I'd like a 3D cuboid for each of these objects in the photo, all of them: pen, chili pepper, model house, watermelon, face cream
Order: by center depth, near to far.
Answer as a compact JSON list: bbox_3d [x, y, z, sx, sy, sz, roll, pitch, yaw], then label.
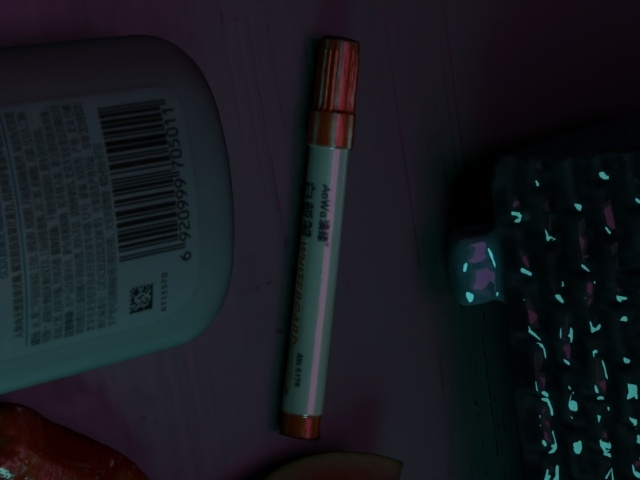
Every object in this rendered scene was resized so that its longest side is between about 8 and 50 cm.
[{"bbox_3d":[-0.189,0.001,0.647,0.336,0.080,0.163,-14,103,-40],"label":"face cream"},{"bbox_3d":[-0.135,0.123,0.734,0.191,0.050,0.059,38,64,-40],"label":"chili pepper"},{"bbox_3d":[0.002,0.190,0.841,0.135,0.094,0.125,11,97,-38],"label":"watermelon"},{"bbox_3d":[0.000,0.000,0.853,0.028,0.028,0.239,2,96,-42],"label":"pen"},{"bbox_3d":[0.260,0.085,0.971,0.339,0.297,0.360,-9,104,-4],"label":"model house"}]
